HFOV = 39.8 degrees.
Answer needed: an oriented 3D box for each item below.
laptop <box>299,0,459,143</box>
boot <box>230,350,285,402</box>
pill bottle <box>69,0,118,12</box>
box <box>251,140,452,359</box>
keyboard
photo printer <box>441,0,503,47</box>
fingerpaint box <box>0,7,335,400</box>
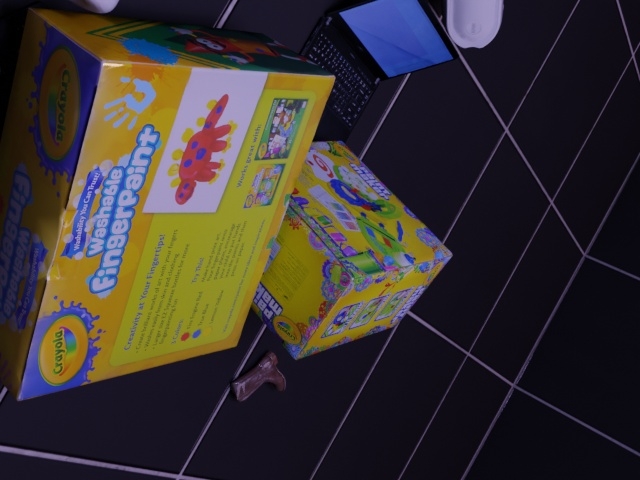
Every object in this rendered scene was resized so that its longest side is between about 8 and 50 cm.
[{"bbox_3d":[0.084,-0.274,1.496,0.264,0.136,0.234,-60,147,-4],"label":"laptop"},{"bbox_3d":[-0.122,0.282,1.700,0.114,0.037,0.106,-42,129,-34],"label":"boot"},{"bbox_3d":[-0.231,-0.394,0.960,0.264,0.146,0.146,-61,147,-2],"label":"pill bottle"},{"bbox_3d":[0.000,0.000,1.397,0.279,0.290,0.177,-10,141,-51],"label":"box"},{"bbox_3d":[-0.341,-0.180,1.063,0.100,0.038,0.192,-37,139,-34],"label":"keyboard"},{"bbox_3d":[0.260,-0.502,1.513,0.256,0.107,0.308,-82,170,-48],"label":"photo printer"},{"bbox_3d":[-0.224,-0.050,1.147,0.371,0.163,0.445,-9,128,-48],"label":"fingerpaint box"}]
